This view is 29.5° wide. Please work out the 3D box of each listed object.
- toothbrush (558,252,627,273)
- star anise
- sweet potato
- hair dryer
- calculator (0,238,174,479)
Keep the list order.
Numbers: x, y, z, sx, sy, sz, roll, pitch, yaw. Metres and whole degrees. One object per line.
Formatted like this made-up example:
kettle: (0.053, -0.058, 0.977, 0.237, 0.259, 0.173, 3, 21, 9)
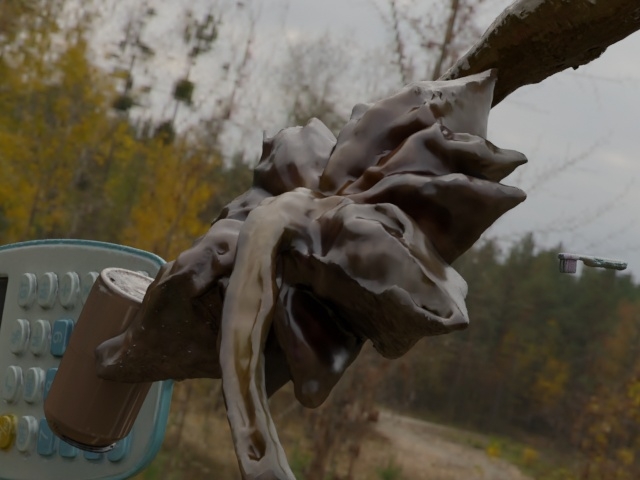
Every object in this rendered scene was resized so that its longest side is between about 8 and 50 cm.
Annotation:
toothbrush: (0.201, 0.018, 0.892, 0.011, 0.014, 0.167, 4, -1, 27)
star anise: (0.000, 0.001, 0.721, 0.109, 0.349, 0.292, 49, -31, -19)
sweet potato: (0.151, -0.137, 0.800, 0.067, 0.067, 0.274, 17, -43, -43)
hair dryer: (-0.103, 0.087, 0.861, 0.064, 0.117, 0.182, 33, 15, 37)
calculator: (-0.282, 0.126, 1.257, 0.386, 0.256, 0.054, -3, -15, 37)
